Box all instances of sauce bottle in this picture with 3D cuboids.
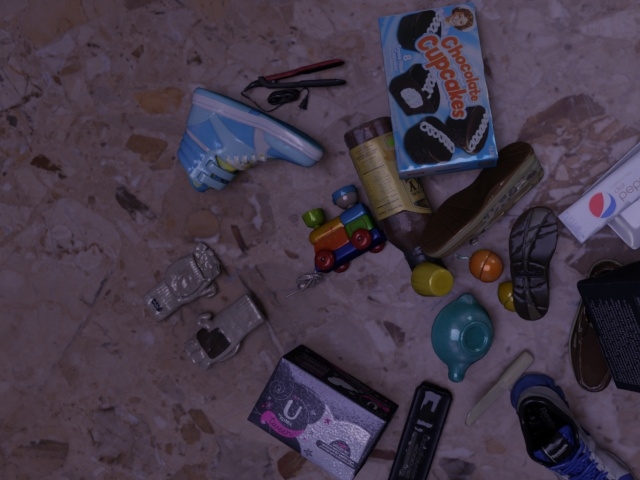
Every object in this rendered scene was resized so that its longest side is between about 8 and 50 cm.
[{"bbox_3d":[0.158,-0.072,1.706,0.111,0.111,0.344,-23,91,16],"label":"sauce bottle"}]

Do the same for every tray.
[{"bbox_3d":[0.636,-0.123,1.603,0.270,0.030,0.145,-44,80,14],"label":"tray"}]

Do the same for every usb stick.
[{"bbox_3d":[0.196,0.425,1.756,0.077,0.045,0.278,17,98,8],"label":"usb stick"}]

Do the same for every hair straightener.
[{"bbox_3d":[-0.056,-0.312,1.784,0.231,0.047,0.089,-8,91,17],"label":"hair straightener"}]

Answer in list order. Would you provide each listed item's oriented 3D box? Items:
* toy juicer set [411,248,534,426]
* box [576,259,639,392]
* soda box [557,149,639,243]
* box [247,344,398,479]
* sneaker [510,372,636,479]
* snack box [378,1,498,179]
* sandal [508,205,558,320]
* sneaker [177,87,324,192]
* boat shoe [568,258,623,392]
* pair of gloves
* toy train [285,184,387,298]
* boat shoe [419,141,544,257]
[{"bbox_3d":[0.311,0.169,1.679,0.209,0.089,0.329,-23,102,-18],"label":"toy juicer set"},{"bbox_3d":[0.648,0.109,1.382,0.294,0.395,0.211,-20,88,-6],"label":"box"},{"bbox_3d":[0.541,-0.088,1.578,0.216,0.074,0.069,-40,81,15],"label":"soda box"},{"bbox_3d":[0.005,0.352,1.756,0.247,0.142,0.163,31,101,13],"label":"box"},{"bbox_3d":[0.461,0.404,1.606,0.127,0.182,0.315,-41,82,16],"label":"sneaker"},{"bbox_3d":[0.222,-0.286,1.644,0.187,0.060,0.321,-8,75,6],"label":"snack box"},{"bbox_3d":[0.403,0.041,1.625,0.090,0.060,0.219,0,103,19],"label":"sandal"},{"bbox_3d":[-0.157,-0.169,1.785,0.319,0.127,0.208,27,98,23],"label":"sneaker"},{"bbox_3d":[0.519,0.164,1.619,0.095,0.095,0.257,4,95,16],"label":"boat shoe"},{"bbox_3d":[-0.251,0.147,1.872,0.240,0.042,0.204,47,108,11],"label":"pair of gloves"},{"bbox_3d":[0.000,0.000,1.765,0.248,0.105,0.143,-30,74,17],"label":"toy train"},{"bbox_3d":[0.312,-0.060,1.636,0.285,0.104,0.089,-43,123,0],"label":"boat shoe"}]
